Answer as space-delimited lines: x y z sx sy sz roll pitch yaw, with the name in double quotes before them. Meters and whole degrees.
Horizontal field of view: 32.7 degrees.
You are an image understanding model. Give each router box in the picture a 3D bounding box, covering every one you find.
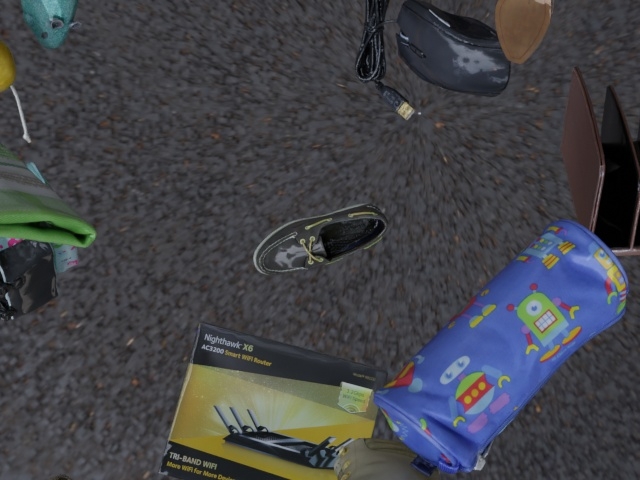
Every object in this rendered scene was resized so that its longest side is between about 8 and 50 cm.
"router box" -0.073 0.282 1.715 0.309 0.081 0.243 14 86 -2

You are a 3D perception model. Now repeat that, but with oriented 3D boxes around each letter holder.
"letter holder" 0.523 -0.151 1.901 0.152 0.302 0.214 -2 132 3

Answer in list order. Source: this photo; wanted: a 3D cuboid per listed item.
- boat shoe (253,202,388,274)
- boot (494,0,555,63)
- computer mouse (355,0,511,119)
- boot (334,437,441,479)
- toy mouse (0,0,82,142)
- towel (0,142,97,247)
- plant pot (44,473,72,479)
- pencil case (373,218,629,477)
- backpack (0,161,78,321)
"boat shoe" 0.000 0.000 1.779 0.228 0.069 0.081 -22 106 -7
"boot" 0.164 -0.199 0.797 0.042 0.087 0.118 21 139 17
"computer mouse" 0.127 -0.225 1.421 0.262 0.060 0.184 39 138 34
"boot" 0.023 0.292 1.179 0.262 0.203 0.095 -8 104 -8
"toy mouse" -0.194 -0.162 0.675 0.031 0.161 0.143 12 69 42
"towel" -0.180 -0.041 0.495 0.152 0.113 0.023 34 110 43
"plant pot" -0.339 0.426 1.211 0.191 0.284 0.284 -17 95 -5
"pencil case" 0.197 0.117 1.161 0.306 0.119 0.133 -43 78 -12
"backpack" -0.530 -0.027 1.831 0.191 0.225 0.253 -36 71 -25
